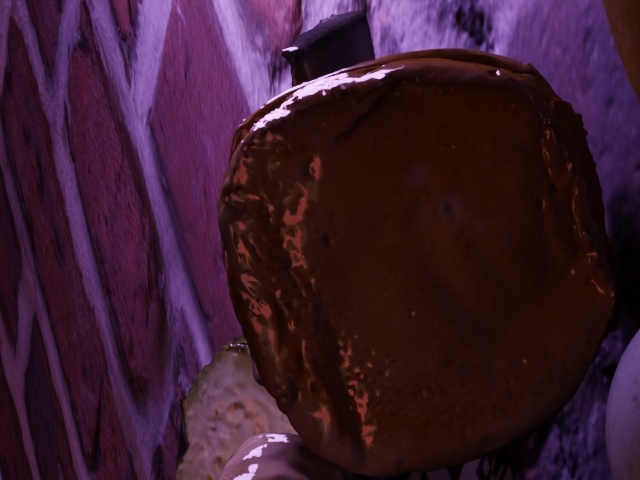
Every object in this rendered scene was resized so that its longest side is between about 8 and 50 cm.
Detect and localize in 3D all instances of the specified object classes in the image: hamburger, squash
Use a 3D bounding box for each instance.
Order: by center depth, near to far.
[{"bbox_3d":[0.047,0.011,0.948,0.108,0.213,0.214,-78,-14,-73],"label":"hamburger"},{"bbox_3d":[0.005,0.166,1.329,0.220,0.133,0.220,14,107,55],"label":"squash"}]

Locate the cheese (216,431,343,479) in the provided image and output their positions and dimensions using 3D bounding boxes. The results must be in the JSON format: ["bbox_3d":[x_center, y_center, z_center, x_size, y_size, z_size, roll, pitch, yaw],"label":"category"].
[{"bbox_3d":[-0.037,0.235,1.161,0.214,0.117,0.226,118,167,-56],"label":"cheese"}]

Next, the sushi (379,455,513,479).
[{"bbox_3d":[0.095,0.249,1.038,0.373,0.100,0.296,-113,40,-71],"label":"sushi"}]

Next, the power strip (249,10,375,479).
[{"bbox_3d":[-0.001,0.000,1.142,0.251,0.092,0.257,-38,-60,-72],"label":"power strip"}]

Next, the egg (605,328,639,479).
[{"bbox_3d":[0.185,0.077,0.717,0.164,0.131,0.131,23,122,42],"label":"egg"}]

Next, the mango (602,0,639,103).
[{"bbox_3d":[0.156,-0.141,0.695,0.167,0.130,0.262,-132,33,-68],"label":"mango"}]
